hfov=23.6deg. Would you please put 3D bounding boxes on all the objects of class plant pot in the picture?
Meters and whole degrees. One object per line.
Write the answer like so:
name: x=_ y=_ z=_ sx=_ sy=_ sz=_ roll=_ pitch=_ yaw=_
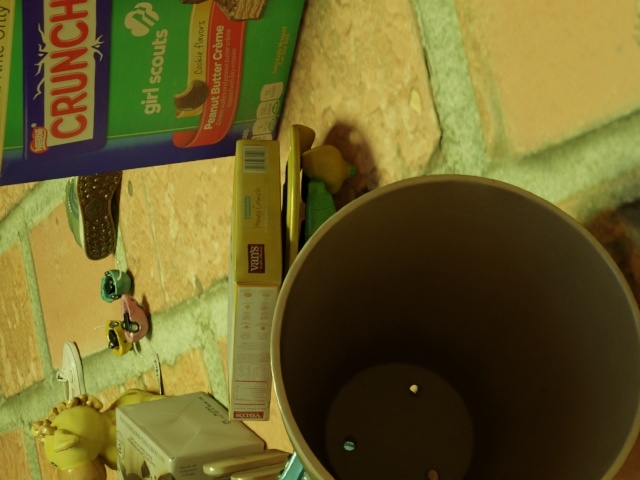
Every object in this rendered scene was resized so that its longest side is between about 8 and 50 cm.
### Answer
plant pot: x=0.081 y=0.120 z=1.144 sx=0.274 sy=0.256 sz=0.256 roll=107 pitch=148 yaw=-69

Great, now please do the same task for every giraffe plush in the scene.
giraffe plush: x=-0.263 y=0.254 z=1.902 sx=0.181 sy=0.170 sz=0.210 roll=-52 pitch=52 yaw=56

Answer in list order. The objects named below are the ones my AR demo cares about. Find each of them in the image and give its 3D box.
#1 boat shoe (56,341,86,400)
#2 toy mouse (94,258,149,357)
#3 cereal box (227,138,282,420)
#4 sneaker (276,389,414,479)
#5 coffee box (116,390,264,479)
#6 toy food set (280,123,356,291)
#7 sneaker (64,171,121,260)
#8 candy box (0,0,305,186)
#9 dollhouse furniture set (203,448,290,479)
boat shoe: x=-0.371 y=0.199 z=2.256 sx=0.035 sy=0.035 sz=0.100 roll=-17 pitch=82 yaw=64
toy mouse: x=-0.253 y=0.085 z=1.993 sx=0.161 sy=0.031 sz=0.143 roll=42 pitch=133 yaw=52
cereal box: x=-0.065 y=0.043 z=1.484 sx=0.240 sy=0.047 sz=0.173 roll=96 pitch=173 yaw=-53
sneaker: x=0.017 y=0.248 z=1.343 sx=0.125 sy=0.104 sz=0.262 roll=37 pitch=88 yaw=32
coffee box: x=-0.151 y=0.347 z=1.764 sx=0.168 sy=0.119 sz=0.297 roll=28 pitch=121 yaw=58
toy food set: x=0.000 y=0.000 z=1.438 sx=0.128 sy=0.071 sz=0.217 roll=-102 pitch=14 yaw=-72
sneaker: x=-0.309 y=-0.073 z=2.021 sx=0.086 sy=0.064 sz=0.192 roll=45 pitch=139 yaw=44
candy box: x=-0.183 y=-0.203 z=1.452 sx=0.122 sy=0.317 sz=0.268 roll=56 pitch=144 yaw=41
dollhouse furniture set: x=-0.061 y=0.341 z=1.534 sx=0.242 sy=0.161 sz=0.212 roll=1 pitch=98 yaw=63
